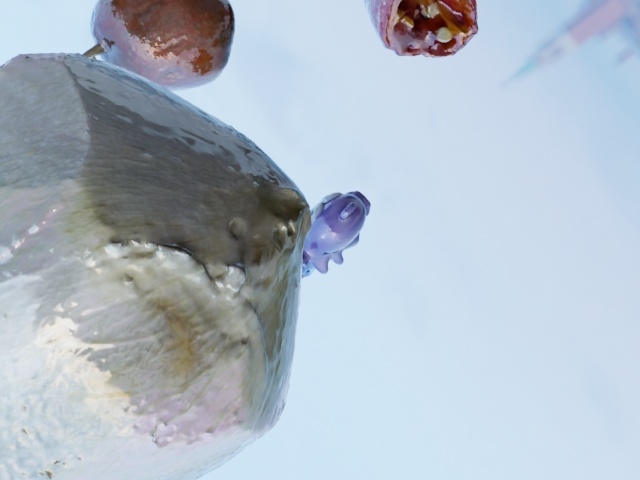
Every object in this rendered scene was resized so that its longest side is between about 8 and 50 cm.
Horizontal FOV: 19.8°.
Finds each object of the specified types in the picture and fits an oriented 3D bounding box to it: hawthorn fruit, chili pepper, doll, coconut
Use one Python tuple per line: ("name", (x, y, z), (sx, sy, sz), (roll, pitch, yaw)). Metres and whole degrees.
("hawthorn fruit", (-0.172, -0.224, 1.905), (0.189, 0.149, 0.149), (-7, -122, -46))
("chili pepper", (0.099, -0.362, 2.121), (0.134, 0.131, 0.338), (67, -167, -46))
("doll", (0.000, 0.000, 1.909), (0.067, 0.110, 0.206), (43, 153, 1))
("coconut", (-0.115, 0.020, 0.899), (0.227, 0.230, 0.227), (54, -166, -20))
